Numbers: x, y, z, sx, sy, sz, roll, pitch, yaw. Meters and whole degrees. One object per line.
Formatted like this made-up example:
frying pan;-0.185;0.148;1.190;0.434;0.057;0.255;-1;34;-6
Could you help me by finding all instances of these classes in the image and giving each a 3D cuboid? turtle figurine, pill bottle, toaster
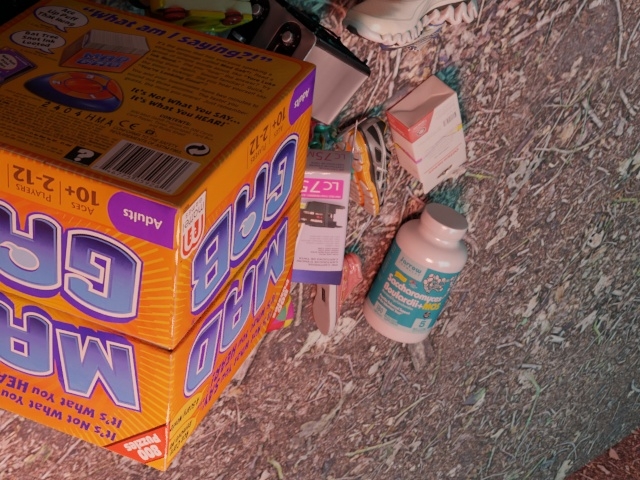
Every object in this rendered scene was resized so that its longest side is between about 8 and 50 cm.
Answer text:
turtle figurine;-0.007;-0.132;2.007;0.118;0.175;0.234;17;124;-8
pill bottle;0.193;0.060;2.430;0.146;0.146;0.264;-9;131;-46
toaster;-0.034;-0.266;1.777;0.110;0.168;0.185;-52;147;13

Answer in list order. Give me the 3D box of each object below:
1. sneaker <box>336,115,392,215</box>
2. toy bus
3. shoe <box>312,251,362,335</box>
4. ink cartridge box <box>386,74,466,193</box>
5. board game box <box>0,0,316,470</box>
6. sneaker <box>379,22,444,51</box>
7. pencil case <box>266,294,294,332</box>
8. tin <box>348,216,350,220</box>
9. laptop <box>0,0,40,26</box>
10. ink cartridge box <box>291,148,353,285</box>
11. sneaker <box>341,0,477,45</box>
sneaker;0.088;-0.126;2.161;0.083;0.084;0.215;-39;147;-22
toy bus;-0.184;-0.317;1.592;0.202;0.104;0.191;48;49;-29
shoe;0.035;0.102;2.361;0.081;0.063;0.178;-23;137;-26
ink cartridge box;0.193;-0.186;2.232;0.115;0.067;0.198;-39;146;-13
board game box;-0.248;-0.027;1.450;0.356;0.356;0.356;-53;156;-51
sneaker;0.150;-0.330;2.037;0.135;0.052;0.058;-27;147;-29
pencil case;-0.155;0.125;2.132;0.236;0.104;0.104;-13;135;-45
tin;0.000;0.000;2.155;0.106;0.040;0.190;-52;178;-16
laptop;-0.521;-0.148;1.458;0.407;0.236;0.382;-8;138;-7
ink cartridge box;-0.050;-0.020;1.970;0.185;0.065;0.311;4;140;0
sneaker;0.141;-0.382;1.930;0.292;0.110;0.118;-28;137;-42
